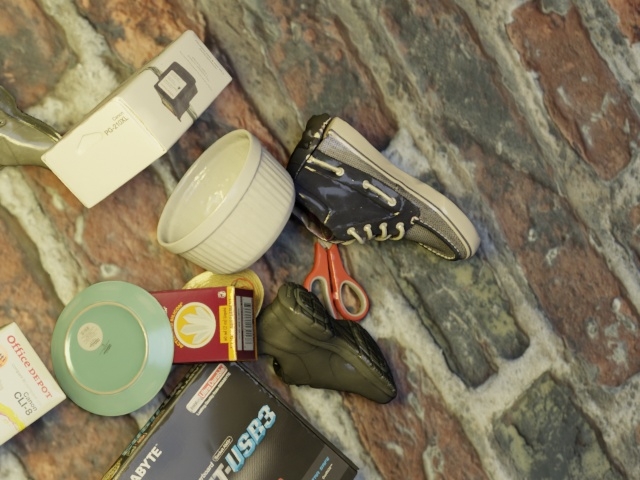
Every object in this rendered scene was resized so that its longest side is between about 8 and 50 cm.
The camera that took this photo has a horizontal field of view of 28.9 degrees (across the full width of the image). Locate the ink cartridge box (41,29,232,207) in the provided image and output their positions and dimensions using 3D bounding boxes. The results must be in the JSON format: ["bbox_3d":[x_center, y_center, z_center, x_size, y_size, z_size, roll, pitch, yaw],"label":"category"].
[{"bbox_3d":[-0.250,-0.169,1.718,0.100,0.172,0.237,50,35,-13],"label":"ink cartridge box"}]

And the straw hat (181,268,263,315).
[{"bbox_3d":[-0.141,0.110,1.836,0.144,0.144,0.061,-60,149,-20],"label":"straw hat"}]

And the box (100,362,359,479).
[{"bbox_3d":[-0.137,0.355,1.801,0.293,0.073,0.295,45,66,-14],"label":"box"}]

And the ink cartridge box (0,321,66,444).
[{"bbox_3d":[-0.452,0.209,1.644,0.176,0.127,0.128,-36,97,-26],"label":"ink cartridge box"}]

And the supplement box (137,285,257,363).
[{"bbox_3d":[-0.190,0.122,1.747,0.188,0.081,0.104,-5,83,19],"label":"supplement box"}]

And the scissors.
[{"bbox_3d":[0.000,0.000,1.944,0.109,0.021,0.297,-14,89,-26],"label":"scissors"}]

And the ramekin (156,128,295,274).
[{"bbox_3d":[-0.130,-0.047,1.796,0.109,0.207,0.207,39,68,-25],"label":"ramekin"}]

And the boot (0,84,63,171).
[{"bbox_3d":[-0.449,-0.112,1.737,0.246,0.083,0.161,40,80,-14],"label":"boot"}]

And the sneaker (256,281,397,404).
[{"bbox_3d":[0.001,0.175,1.880,0.130,0.109,0.286,-42,122,16],"label":"sneaker"}]

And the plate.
[{"bbox_3d":[-0.293,0.149,1.720,0.188,0.024,0.188,-1,85,17],"label":"plate"}]

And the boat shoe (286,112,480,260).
[{"bbox_3d":[0.083,-0.035,1.933,0.340,0.127,0.158,36,68,-11],"label":"boat shoe"}]
